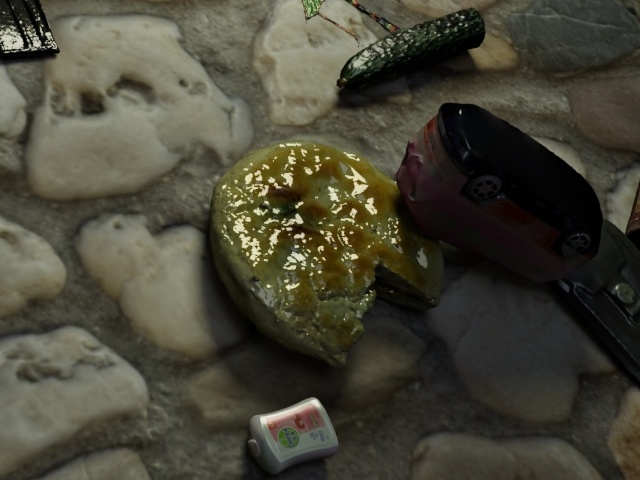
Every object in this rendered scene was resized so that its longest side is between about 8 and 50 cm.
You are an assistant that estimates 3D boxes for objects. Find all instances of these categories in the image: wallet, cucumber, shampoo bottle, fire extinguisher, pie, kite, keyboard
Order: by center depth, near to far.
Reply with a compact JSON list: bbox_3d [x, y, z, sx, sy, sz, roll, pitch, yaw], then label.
[{"bbox_3d":[-0.037,0.222,1.332,0.099,0.043,0.072,-11,65,-32],"label":"shampoo bottle"},{"bbox_3d":[0.000,0.000,1.479,0.338,0.075,0.337,15,50,-19],"label":"pie"},{"bbox_3d":[-0.419,-0.338,1.533,0.087,0.017,0.250,-12,66,-34],"label":"keyboard"},{"bbox_3d":[0.439,0.095,1.659,0.245,0.052,0.169,48,53,6],"label":"wallet"},{"bbox_3d":[0.128,-0.280,1.740,0.294,0.067,0.067,-24,72,-34],"label":"cucumber"},{"bbox_3d":[0.522,-0.086,1.780,0.075,0.106,0.252,19,50,11],"label":"fire extinguisher"},{"bbox_3d":[0.046,-0.365,1.793,0.244,0.006,0.198,38,50,1],"label":"kite"}]

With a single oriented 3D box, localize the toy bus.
[{"bbox_3d":[0.235,-0.056,1.542,0.303,0.147,0.127,25,40,-32],"label":"toy bus"}]
